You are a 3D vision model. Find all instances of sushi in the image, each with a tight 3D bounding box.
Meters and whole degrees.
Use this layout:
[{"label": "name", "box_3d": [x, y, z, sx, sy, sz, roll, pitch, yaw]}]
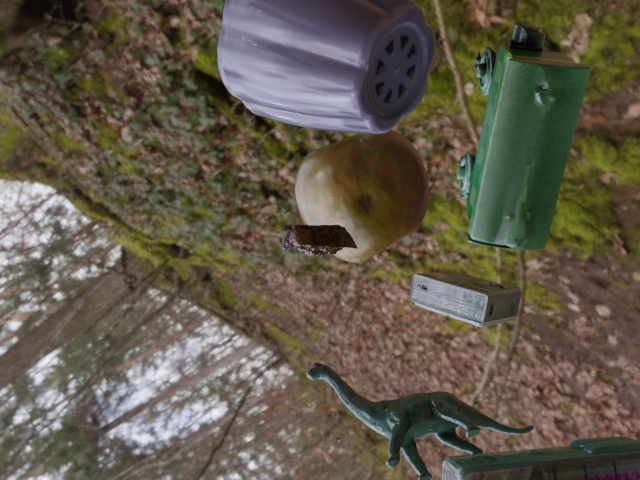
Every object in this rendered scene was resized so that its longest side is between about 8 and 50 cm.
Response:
[{"label": "sushi", "box_3d": [0.000, 0.000, 1.176, 0.120, 0.052, 0.055, -3, -93, -39]}]

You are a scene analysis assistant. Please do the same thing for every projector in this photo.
[{"label": "projector", "box_3d": [0.241, 0.096, 1.219, 0.147, 0.061, 0.115, 16, -166, 42]}]

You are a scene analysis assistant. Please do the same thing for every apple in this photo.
[{"label": "apple", "box_3d": [0.086, -0.085, 1.433, 0.264, 0.264, 0.264, 52, -164, -21]}]

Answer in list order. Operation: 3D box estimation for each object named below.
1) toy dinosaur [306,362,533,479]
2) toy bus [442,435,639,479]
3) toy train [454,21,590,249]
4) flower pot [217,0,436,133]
[{"label": "toy dinosaur", "box_3d": [0.197, 0.332, 1.554, 0.331, 0.383, 0.129, -121, 25, -49]}, {"label": "toy bus", "box_3d": [0.262, 0.271, 0.777, 0.091, 0.261, 0.109, 144, 122, -80]}, {"label": "toy train", "box_3d": [0.274, -0.144, 1.028, 0.202, 0.120, 0.301, -87, 3, -64]}, {"label": "flower pot", "box_3d": [0.023, -0.274, 1.075, 0.243, 0.265, 0.265, 30, 178, 33]}]
